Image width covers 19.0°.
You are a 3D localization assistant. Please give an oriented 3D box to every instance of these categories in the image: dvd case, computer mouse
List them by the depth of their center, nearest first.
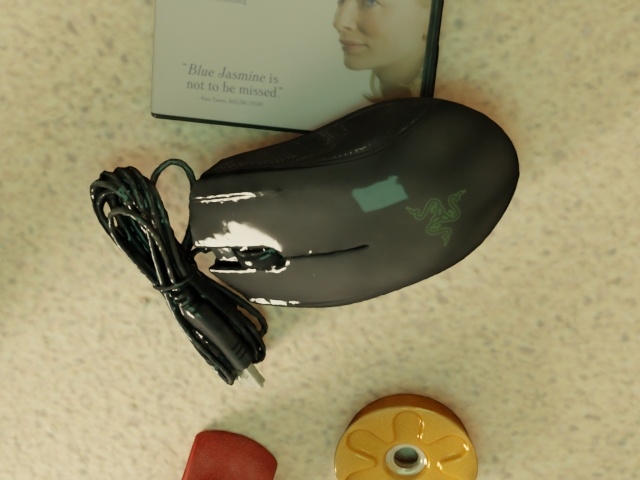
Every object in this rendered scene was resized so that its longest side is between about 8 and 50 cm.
[{"bbox_3d":[-0.010,-0.181,1.171,0.180,0.022,0.253,6,120,2],"label":"dvd case"},{"bbox_3d":[0.000,0.000,1.229,0.272,0.072,0.188,-21,121,20],"label":"computer mouse"}]

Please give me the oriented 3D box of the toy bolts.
[{"bbox_3d":[-0.006,0.219,1.321,0.229,0.158,0.218,16,120,-4],"label":"toy bolts"}]
